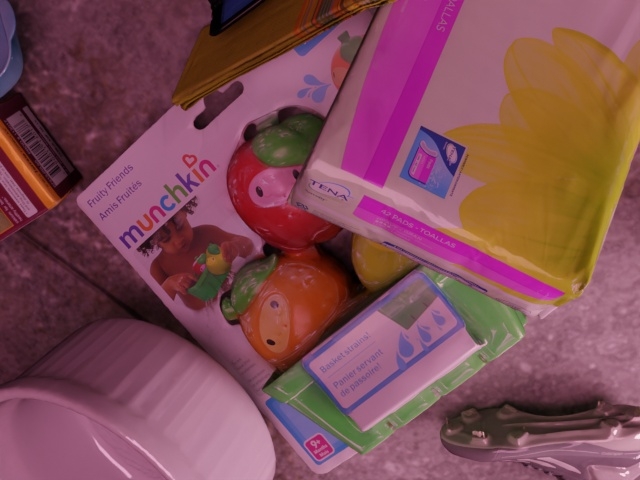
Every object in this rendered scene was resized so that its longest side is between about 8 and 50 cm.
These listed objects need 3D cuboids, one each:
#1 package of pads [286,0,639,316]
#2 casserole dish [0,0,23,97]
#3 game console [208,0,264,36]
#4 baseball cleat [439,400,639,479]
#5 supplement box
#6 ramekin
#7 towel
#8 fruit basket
[{"bbox_3d":[0.138,-0.113,0.771,0.229,0.101,0.297,25,70,-4],"label":"package of pads"},{"bbox_3d":[-0.339,-0.149,0.898,0.188,0.037,0.114,-29,65,14],"label":"casserole dish"},{"bbox_3d":[-0.058,-0.242,0.826,0.122,0.071,0.107,-32,85,16],"label":"game console"},{"bbox_3d":[0.223,0.214,0.979,0.205,0.072,0.109,-4,116,11],"label":"baseball cleat"},{"bbox_3d":[-0.336,-0.041,0.937,0.188,0.081,0.104,-30,105,15],"label":"supplement box"},{"bbox_3d":[-0.176,0.206,0.938,0.277,0.135,0.277,17,131,21],"label":"ramekin"},{"bbox_3d":[-0.025,-0.181,0.800,0.237,0.102,0.021,-20,130,39],"label":"towel"},{"bbox_3d":[0.000,0.000,0.876,0.327,0.165,0.353,-39,99,18],"label":"fruit basket"}]
